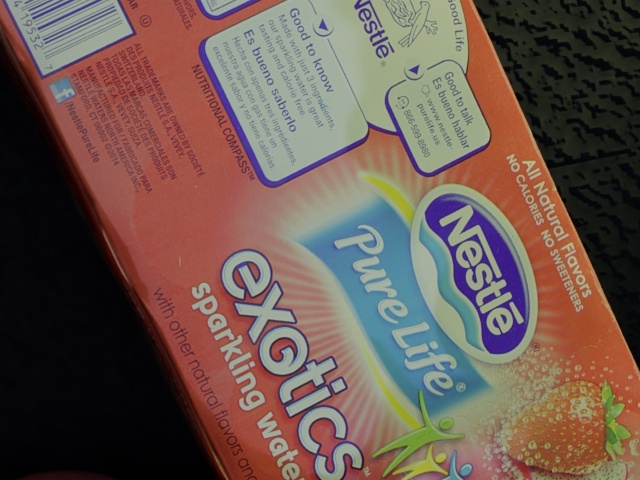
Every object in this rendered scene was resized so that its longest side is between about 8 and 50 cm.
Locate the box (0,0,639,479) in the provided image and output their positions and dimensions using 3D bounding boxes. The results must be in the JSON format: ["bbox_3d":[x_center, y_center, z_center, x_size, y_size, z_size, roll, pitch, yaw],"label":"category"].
[{"bbox_3d":[0.000,0.000,0.609,0.154,0.142,0.300,-28,100,-9],"label":"box"}]

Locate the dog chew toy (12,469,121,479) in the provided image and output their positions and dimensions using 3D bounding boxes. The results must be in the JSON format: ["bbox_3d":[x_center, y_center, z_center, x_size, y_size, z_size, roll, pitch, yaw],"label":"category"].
[{"bbox_3d":[-0.163,0.208,0.569,0.332,0.206,0.206,-39,101,-14],"label":"dog chew toy"}]
